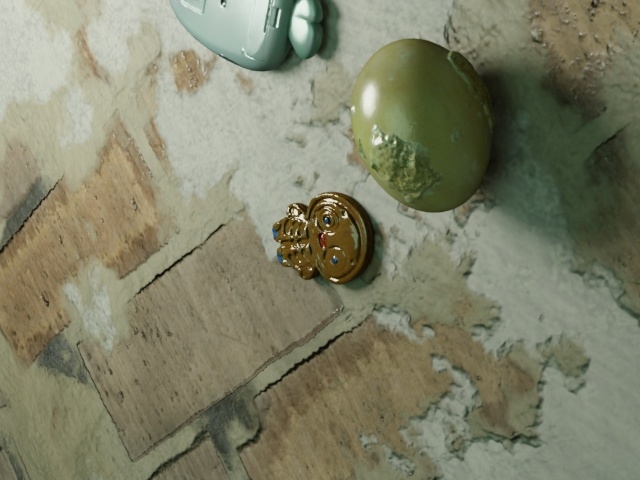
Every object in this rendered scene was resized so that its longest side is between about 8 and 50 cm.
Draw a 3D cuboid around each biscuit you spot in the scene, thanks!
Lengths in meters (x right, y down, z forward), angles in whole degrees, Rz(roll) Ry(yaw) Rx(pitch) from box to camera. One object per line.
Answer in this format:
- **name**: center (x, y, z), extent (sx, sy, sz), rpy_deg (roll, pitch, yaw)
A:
- **biscuit**: center (0.000, 0.000, 1.583), extent (0.175, 0.026, 0.124), rpy_deg (-9, 94, 44)

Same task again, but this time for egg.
- **egg**: center (0.117, -0.130, 1.346), extent (0.164, 0.164, 0.201), rpy_deg (-14, 94, 45)

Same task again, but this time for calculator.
- **calculator**: center (-0.107, -0.328, 1.583), extent (0.299, 0.041, 0.185), rpy_deg (34, 122, 34)
